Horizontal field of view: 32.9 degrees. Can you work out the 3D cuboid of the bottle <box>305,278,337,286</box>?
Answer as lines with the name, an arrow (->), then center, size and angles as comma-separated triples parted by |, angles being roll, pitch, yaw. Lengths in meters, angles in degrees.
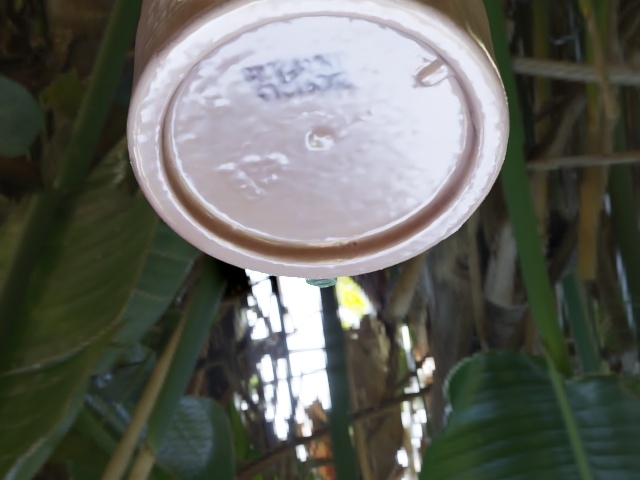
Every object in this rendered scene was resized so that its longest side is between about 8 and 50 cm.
bottle -> 0.000, 0.000, 0.999 | 0.030, 0.083, 0.030 | -1, 159, 0

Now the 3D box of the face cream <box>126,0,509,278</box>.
face cream -> -0.003, -0.070, 0.452 | 0.149, 0.149, 0.104 | -8, -135, 4
